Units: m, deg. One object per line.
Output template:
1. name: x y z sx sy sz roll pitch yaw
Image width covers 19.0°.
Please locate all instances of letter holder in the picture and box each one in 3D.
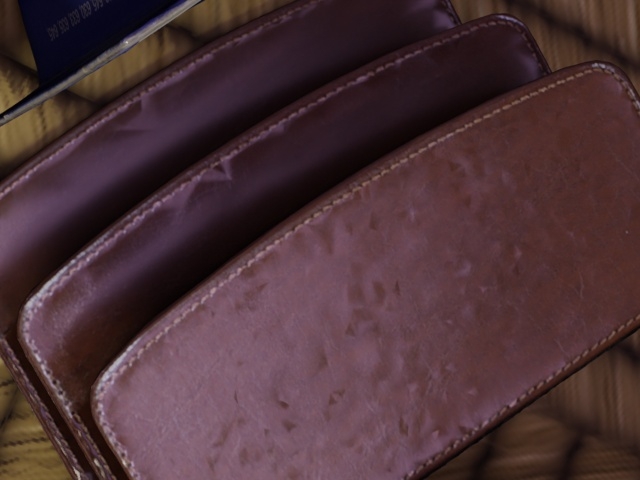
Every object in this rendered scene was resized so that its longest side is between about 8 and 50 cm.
1. letter holder: 0.000 0.000 0.918 0.301 0.152 0.214 -32 98 -18

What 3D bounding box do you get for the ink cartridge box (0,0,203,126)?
1. ink cartridge box: -0.022 -0.152 0.815 0.307 0.303 0.072 -32 98 -24
